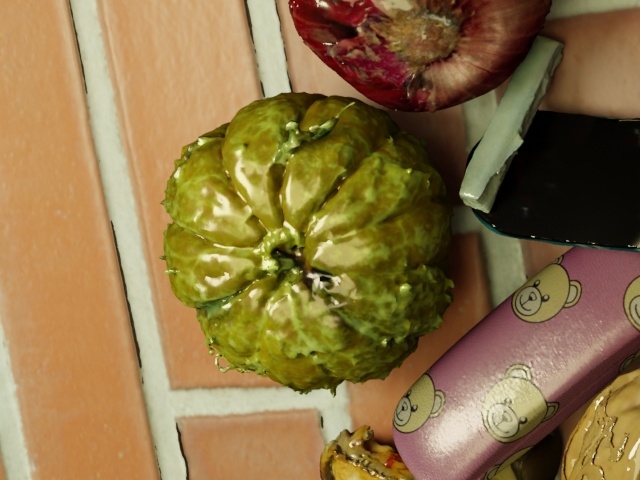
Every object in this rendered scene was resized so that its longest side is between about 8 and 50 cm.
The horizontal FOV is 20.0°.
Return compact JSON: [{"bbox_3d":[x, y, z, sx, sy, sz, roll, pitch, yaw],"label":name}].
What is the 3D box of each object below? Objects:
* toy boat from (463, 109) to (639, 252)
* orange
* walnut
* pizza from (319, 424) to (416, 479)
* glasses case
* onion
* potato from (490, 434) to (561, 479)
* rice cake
[{"bbox_3d":[0.280,-0.041,1.694,0.299,0.092,0.134,8,71,35],"label":"toy boat"},{"bbox_3d":[0.000,0.000,1.782,0.300,0.223,0.301,-30,92,26],"label":"orange"},{"bbox_3d":[0.320,0.220,1.671,0.198,0.198,0.245,28,115,20],"label":"walnut"},{"bbox_3d":[0.104,0.285,1.857,0.251,0.074,0.287,52,133,11],"label":"pizza"},{"bbox_3d":[0.201,0.117,1.739,0.316,0.076,0.123,-42,53,13],"label":"glasses case"},{"bbox_3d":[0.092,-0.246,1.689,0.252,0.219,0.252,-5,129,-7],"label":"onion"},{"bbox_3d":[0.180,0.214,1.817,0.103,0.066,0.096,21,143,31],"label":"potato"},{"bbox_3d":[0.183,-0.111,1.714,0.042,0.030,0.180,20,77,29],"label":"rice cake"}]
